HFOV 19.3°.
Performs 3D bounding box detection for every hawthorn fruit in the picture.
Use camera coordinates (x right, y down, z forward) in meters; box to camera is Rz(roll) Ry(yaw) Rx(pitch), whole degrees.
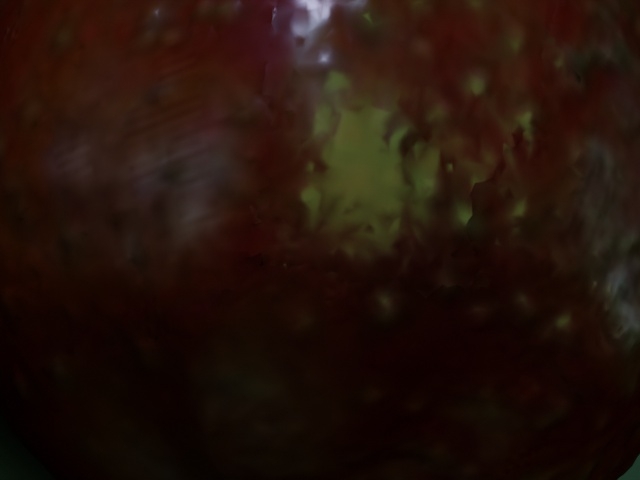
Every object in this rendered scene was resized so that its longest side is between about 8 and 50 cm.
[{"bbox_3d":[0.000,0.000,0.483,0.205,0.205,0.253,26,60,-26],"label":"hawthorn fruit"}]
